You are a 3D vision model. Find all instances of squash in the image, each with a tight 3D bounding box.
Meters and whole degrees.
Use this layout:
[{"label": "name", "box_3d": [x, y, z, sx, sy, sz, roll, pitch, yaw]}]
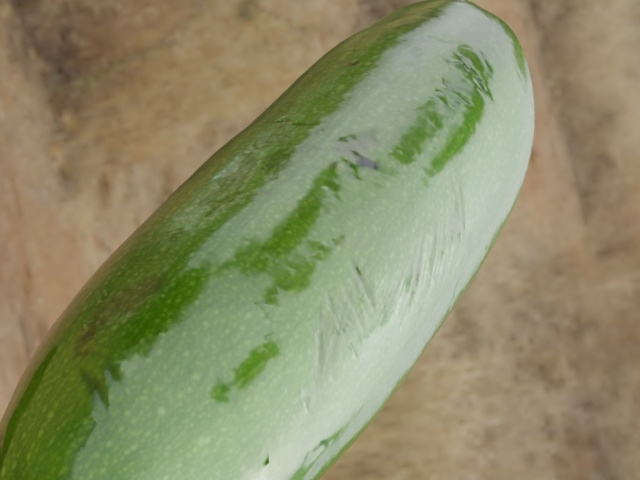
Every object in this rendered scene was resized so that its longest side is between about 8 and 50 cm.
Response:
[{"label": "squash", "box_3d": [0.002, 0.000, 0.516, 0.292, 0.082, 0.082, -49, 128, -50]}]
